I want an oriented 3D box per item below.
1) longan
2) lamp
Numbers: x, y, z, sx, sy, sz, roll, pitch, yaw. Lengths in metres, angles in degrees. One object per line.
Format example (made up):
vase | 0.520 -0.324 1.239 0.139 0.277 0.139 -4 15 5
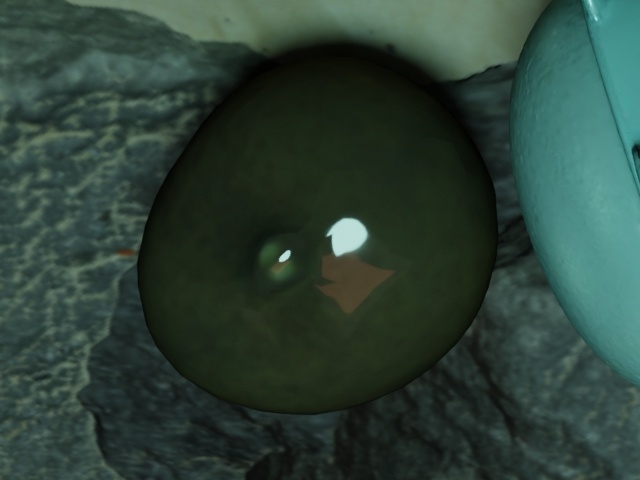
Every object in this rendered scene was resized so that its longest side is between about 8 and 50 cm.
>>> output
longan | 0.000 0.000 0.964 0.189 0.189 0.189 5 139 4
lamp | 0.173 -0.017 0.892 0.147 0.209 0.284 -27 149 30
